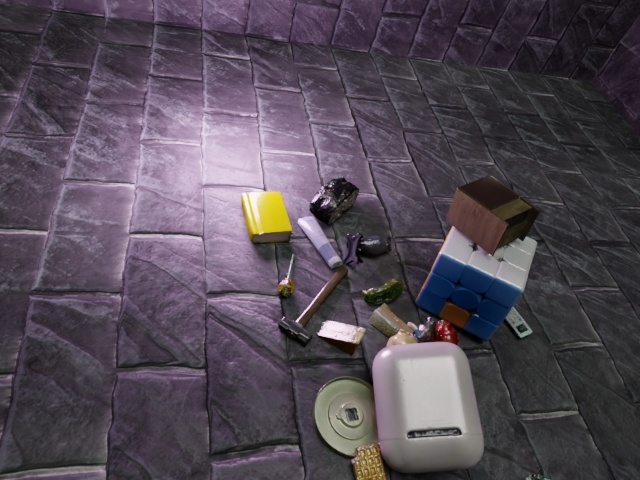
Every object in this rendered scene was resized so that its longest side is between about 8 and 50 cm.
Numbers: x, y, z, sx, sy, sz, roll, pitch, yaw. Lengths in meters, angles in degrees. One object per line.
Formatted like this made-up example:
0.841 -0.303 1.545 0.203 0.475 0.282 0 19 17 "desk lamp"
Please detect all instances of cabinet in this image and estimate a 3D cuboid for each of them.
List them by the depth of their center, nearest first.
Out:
0.570 -0.082 1.581 0.174 0.148 0.215 -21 49 -29 "cabinet"

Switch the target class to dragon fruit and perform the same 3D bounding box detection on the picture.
0.418 0.368 1.604 0.094 0.094 0.191 12 70 -6 "dragon fruit"

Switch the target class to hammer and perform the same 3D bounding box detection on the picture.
-0.001 0.204 1.635 0.111 0.044 0.365 32 48 12 "hammer"

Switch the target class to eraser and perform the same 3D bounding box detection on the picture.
-0.209 -0.092 1.802 0.157 0.069 0.226 -5 52 -19 "eraser"

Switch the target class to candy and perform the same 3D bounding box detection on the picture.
-0.111 0.117 1.675 0.060 0.061 0.201 14 41 -5 "candy"

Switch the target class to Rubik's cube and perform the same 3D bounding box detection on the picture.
0.550 0.119 1.687 0.290 0.292 0.291 26 46 15 "Rubik's cube"

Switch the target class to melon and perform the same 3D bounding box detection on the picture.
0.261 0.300 1.636 0.182 0.054 0.098 43 37 19 "melon"

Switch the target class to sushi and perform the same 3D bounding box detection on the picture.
0.053 -0.166 1.907 0.127 0.124 0.225 37 51 15 "sushi"

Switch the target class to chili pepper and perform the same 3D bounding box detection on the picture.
0.249 0.177 1.709 0.203 0.072 0.073 -17 55 -27 "chili pepper"

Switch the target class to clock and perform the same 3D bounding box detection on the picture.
0.092 0.519 1.401 0.234 0.029 0.235 8 49 -10 "clock"

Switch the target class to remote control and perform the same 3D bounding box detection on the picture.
0.720 0.290 1.782 0.065 0.029 0.166 -18 58 -21 "remote control"

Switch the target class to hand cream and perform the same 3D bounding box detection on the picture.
0.000 0.000 1.804 0.079 0.048 0.255 -12 51 -31 "hand cream"

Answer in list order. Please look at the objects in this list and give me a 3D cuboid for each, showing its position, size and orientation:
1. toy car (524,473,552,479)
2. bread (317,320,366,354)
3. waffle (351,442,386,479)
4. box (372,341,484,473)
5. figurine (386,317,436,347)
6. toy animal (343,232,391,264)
0.690 0.748 1.356 0.224 0.076 0.090 14 49 5 "toy car"
0.067 0.299 1.544 0.139 0.084 0.074 29 50 10 "bread"
0.133 0.635 1.302 0.092 0.021 0.135 -5 66 -19 "waffle"
0.302 0.470 1.355 0.288 0.141 0.350 -4 66 0 "box"
0.300 0.326 1.554 0.108 0.114 0.196 36 61 27 "figurine"
0.179 0.029 1.828 0.209 0.121 0.117 -1 4 -39 "toy animal"
